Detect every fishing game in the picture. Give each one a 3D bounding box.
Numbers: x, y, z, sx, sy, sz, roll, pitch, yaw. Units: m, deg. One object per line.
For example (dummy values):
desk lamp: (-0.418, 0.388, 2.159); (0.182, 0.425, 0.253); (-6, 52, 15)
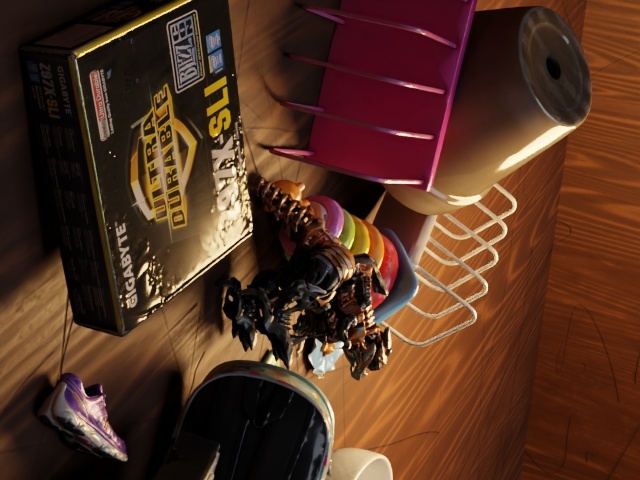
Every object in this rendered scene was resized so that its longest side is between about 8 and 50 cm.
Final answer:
fishing game: (0.029, 0.146, 2.106); (0.264, 0.041, 0.189); (21, 83, -68)

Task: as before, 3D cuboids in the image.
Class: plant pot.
plant pot: (0.249, -0.228, 1.883); (0.323, 0.280, 0.323); (18, 64, -42)

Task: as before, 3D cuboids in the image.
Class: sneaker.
sneaker: (-0.263, 0.208, 1.422); (0.170, 0.068, 0.071); (68, 38, -56)

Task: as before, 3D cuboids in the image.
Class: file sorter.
file sorter: (0.068, -0.234, 1.721); (0.182, 0.202, 0.291); (-4, 108, -65)
file sorter: (0.193, 0.016, 2.077); (0.193, 0.173, 0.278); (-33, -156, 49)

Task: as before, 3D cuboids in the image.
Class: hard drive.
hard drive: (-0.215, 0.431, 1.490); (0.237, 0.064, 0.339); (-62, 171, -72)

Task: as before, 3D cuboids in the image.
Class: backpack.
backpack: (-0.094, 0.293, 1.671); (0.191, 0.225, 0.254); (-52, 158, -79)

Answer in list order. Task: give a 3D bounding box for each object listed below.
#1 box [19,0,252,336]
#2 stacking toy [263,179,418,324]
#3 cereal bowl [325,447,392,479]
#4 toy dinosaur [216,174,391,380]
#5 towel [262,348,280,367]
box: (-0.185, -0.098, 1.324); (0.257, 0.079, 0.322); (-42, 136, -49)
stacking toy: (0.000, 0.000, 1.824); (0.175, 0.166, 0.302); (-33, 137, 10)
cereal bowl: (-0.001, 0.519, 2.154); (0.339, 0.141, 0.339); (-48, 147, -46)
toy dinosaur: (-0.020, 0.063, 1.719); (0.218, 0.322, 0.164); (-34, 179, -21)
towel: (-0.096, 0.259, 1.905); (0.152, 0.023, 0.113); (-58, 154, -34)
